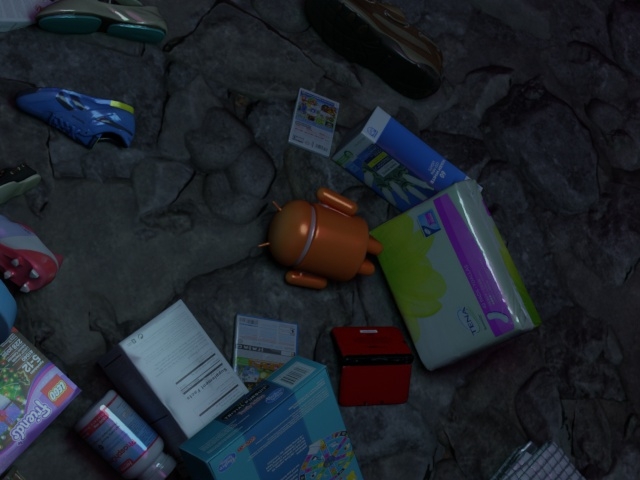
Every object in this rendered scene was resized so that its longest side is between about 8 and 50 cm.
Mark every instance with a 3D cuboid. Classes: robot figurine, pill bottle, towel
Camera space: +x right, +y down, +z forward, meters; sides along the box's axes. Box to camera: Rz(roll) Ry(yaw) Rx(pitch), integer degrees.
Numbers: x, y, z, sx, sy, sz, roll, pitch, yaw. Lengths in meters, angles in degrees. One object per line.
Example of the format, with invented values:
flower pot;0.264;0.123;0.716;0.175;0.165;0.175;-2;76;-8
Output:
robot figurine;0.001;-0.002;2.020;0.220;0.158;0.128;16;50;-20
pill bottle;-0.306;0.320;1.776;0.160;0.087;0.087;45;59;-4
towel;0.379;0.529;2.021;0.284;0.121;0.235;-41;91;-30

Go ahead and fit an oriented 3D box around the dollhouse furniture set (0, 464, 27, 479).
dollhouse furniture set;-0.455;0.461;1.671;0.161;0.101;0.182;-45;95;-6

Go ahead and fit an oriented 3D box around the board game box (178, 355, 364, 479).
board game box;-0.057;0.394;1.784;0.254;0.079;0.336;-35;121;-31

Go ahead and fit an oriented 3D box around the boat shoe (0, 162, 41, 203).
boat shoe;-0.510;-0.093;1.826;0.042;0.049;0.133;43;26;3

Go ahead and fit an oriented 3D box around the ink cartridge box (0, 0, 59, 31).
ink cartridge box;-0.549;-0.439;1.972;0.179;0.045;0.145;-9;74;-47

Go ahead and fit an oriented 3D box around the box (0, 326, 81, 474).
box;-0.538;0.266;1.698;0.201;0.057;0.293;44;59;-5

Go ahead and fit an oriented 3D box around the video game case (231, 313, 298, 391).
video game case;-0.098;0.218;1.958;0.119;0.015;0.166;12;67;-23

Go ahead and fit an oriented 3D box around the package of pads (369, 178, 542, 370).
package of pads;0.236;0.069;2.052;0.101;0.229;0.296;-12;76;-54

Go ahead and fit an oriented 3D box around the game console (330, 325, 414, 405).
game console;0.089;0.227;2.047;0.144;0.085;0.124;2;40;-26

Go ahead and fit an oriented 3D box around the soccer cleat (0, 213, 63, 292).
soccer cleat;-0.527;-0.015;1.806;0.248;0.083;0.095;40;29;-2

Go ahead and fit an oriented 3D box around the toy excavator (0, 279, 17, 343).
toy excavator;-0.635;-0.015;1.658;0.433;0.222;0.445;15;55;-4

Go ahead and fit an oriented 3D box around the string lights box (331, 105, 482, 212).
string lights box;0.165;-0.130;2.143;0.260;0.133;0.076;37;60;-10

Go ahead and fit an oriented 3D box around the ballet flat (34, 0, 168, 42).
ballet flat;-0.392;-0.407;2.003;0.249;0.086;0.086;3;70;-35

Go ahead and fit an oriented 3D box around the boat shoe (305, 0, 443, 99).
boat shoe;0.114;-0.415;2.242;0.324;0.123;0.119;36;55;-20

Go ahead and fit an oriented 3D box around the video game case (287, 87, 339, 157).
video game case;-0.013;-0.228;2.163;0.087;0.011;0.122;20;65;-18

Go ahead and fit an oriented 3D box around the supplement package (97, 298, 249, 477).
supplement package;-0.224;0.243;1.815;0.134;0.139;0.244;-37;92;-31

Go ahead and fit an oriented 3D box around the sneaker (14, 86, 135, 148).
sneaker;-0.420;-0.207;1.923;0.209;0.069;0.082;10;71;-23
